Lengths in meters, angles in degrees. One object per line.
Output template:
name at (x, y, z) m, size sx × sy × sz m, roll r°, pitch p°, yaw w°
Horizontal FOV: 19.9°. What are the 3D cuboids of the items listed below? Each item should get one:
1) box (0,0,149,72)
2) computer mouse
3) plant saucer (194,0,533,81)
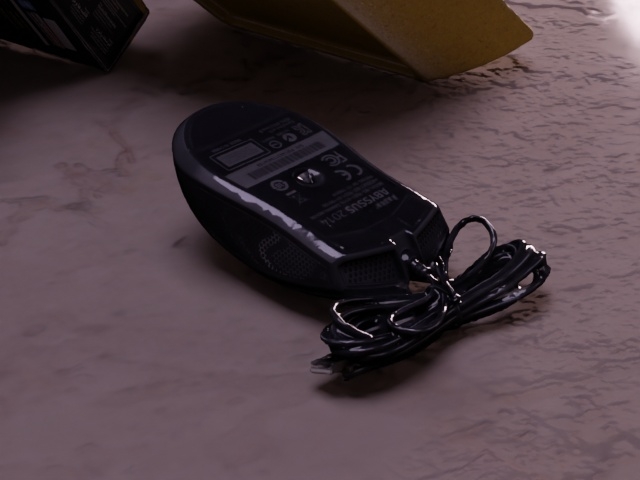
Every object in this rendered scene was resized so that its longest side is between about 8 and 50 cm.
box at (-0.320, -0.286, 1.517) m, size 0.257 × 0.322 × 0.079 m, roll 17°, pitch 68°, yaw 34°
computer mouse at (0.000, 0.000, 1.229) m, size 0.188 × 0.072 × 0.272 m, roll -24°, pitch 48°, yaw -36°
plant saucer at (-0.038, -0.232, 1.484) m, size 0.332 × 0.081 × 0.332 m, roll 20°, pitch -6°, yaw 35°
